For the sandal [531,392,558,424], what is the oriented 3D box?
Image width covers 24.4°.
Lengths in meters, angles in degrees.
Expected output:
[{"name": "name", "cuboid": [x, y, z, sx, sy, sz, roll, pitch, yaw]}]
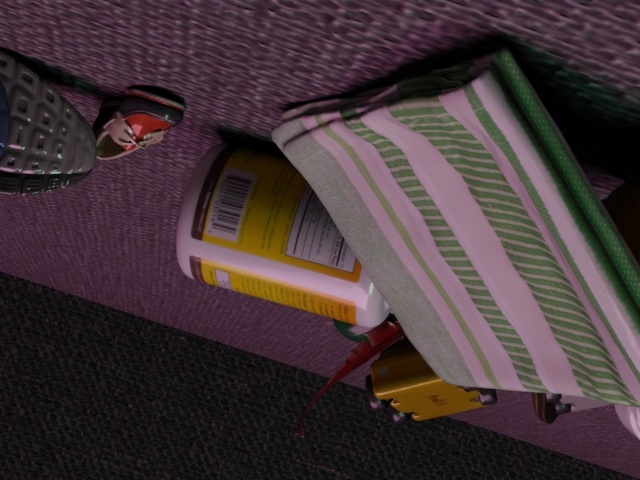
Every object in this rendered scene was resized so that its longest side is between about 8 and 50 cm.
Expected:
[{"name": "sandal", "cuboid": [0.236, 0.132, 1.611, 0.060, 0.090, 0.219, 36, 177, 34]}]

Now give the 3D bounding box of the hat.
[{"name": "hat", "cuboid": [0.047, 0.088, 1.331, 0.208, 0.184, 0.173, 18, 177, -34]}]

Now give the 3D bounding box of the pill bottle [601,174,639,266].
[{"name": "pill bottle", "cuboid": [0.232, 0.013, 0.883, 0.117, 0.118, 0.208, 22, 169, -23]}]

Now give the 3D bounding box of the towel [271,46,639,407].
[{"name": "towel", "cuboid": [0.093, 0.005, 0.948, 0.248, 0.038, 0.325, 56, 161, -11]}]

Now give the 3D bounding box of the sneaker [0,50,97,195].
[{"name": "sneaker", "cuboid": [-0.315, -0.119, 1.214, 0.297, 0.111, 0.129, 21, -176, 7]}]

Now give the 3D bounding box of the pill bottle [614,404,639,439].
[{"name": "pill bottle", "cuboid": [0.359, 0.159, 1.203, 0.153, 0.153, 0.264, 23, -172, -26]}]

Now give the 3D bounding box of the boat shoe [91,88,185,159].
[{"name": "boat shoe", "cuboid": [-0.148, -0.091, 1.177, 0.049, 0.043, 0.137, 25, 166, -26]}]

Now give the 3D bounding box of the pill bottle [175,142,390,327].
[{"name": "pill bottle", "cuboid": [0.000, 0.000, 1.197, 0.215, 0.117, 0.117, 15, 170, 12]}]

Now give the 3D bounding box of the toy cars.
[{"name": "toy cars", "cuboid": [0.187, 0.116, 1.434, 0.393, 0.087, 0.176, 2, 160, -35]}]
